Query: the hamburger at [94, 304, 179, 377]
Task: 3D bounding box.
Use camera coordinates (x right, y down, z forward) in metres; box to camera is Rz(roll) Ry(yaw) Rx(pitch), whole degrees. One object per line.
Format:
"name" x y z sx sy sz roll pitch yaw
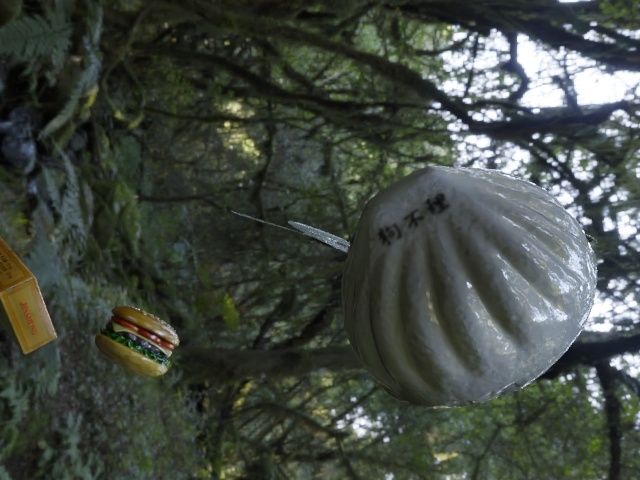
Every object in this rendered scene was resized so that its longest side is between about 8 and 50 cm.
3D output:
"hamburger" -0.357 0.198 1.309 0.115 0.162 0.162 -62 -168 -16

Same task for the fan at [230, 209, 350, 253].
"fan" 0.000 0.001 0.865 0.191 0.329 0.009 27 -83 37

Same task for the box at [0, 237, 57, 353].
"box" -0.652 0.084 1.367 0.274 0.076 0.174 34 -41 35

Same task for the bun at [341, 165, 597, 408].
"bun" 0.116 0.012 0.653 0.175 0.263 0.263 50 -5 -28
